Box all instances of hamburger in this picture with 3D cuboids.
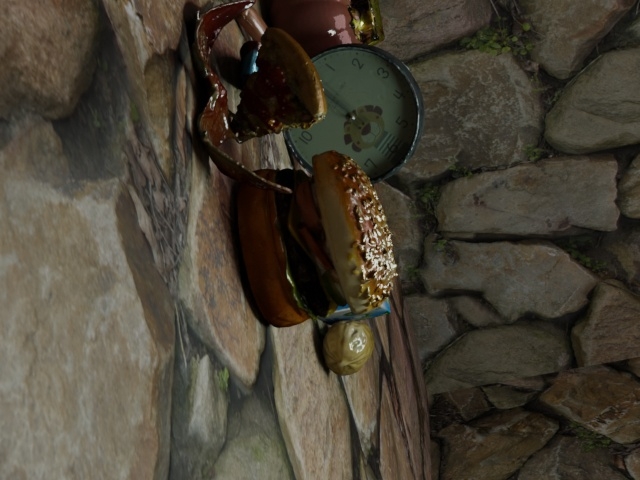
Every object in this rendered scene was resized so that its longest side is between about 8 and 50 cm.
[{"bbox_3d":[0.000,0.000,1.372,0.291,0.225,0.291,-14,90,-83],"label":"hamburger"}]

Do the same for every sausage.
[{"bbox_3d":[-0.114,-0.390,1.665,0.177,0.047,0.040,51,49,-44],"label":"sausage"}]

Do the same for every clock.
[{"bbox_3d":[0.067,-0.264,1.835,0.061,0.313,0.312,-49,126,-72],"label":"clock"}]

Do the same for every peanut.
[{"bbox_3d":[0.059,0.219,1.798,0.101,0.117,0.263,38,3,7],"label":"peanut"}]

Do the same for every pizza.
[{"bbox_3d":[-0.087,-0.222,1.366,0.062,0.199,0.188,0,53,-49],"label":"pizza"}]

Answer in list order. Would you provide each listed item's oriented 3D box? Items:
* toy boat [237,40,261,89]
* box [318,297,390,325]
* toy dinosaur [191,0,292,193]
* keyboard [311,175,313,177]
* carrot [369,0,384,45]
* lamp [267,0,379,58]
[{"bbox_3d":[-0.088,-0.293,1.583,0.392,0.136,0.079,-15,124,-81],"label":"toy boat"},{"bbox_3d":[0.066,0.126,1.832,0.194,0.139,0.073,42,37,-73],"label":"box"},{"bbox_3d":[-0.123,-0.228,1.280,0.327,0.113,0.206,-95,172,-52],"label":"toy dinosaur"},{"bbox_3d":[0.017,-0.036,2.119,0.106,0.016,0.262,-91,165,-50],"label":"keyboard"},{"bbox_3d":[0.042,-0.658,2.395,0.241,0.242,0.340,-83,159,-63],"label":"carrot"},{"bbox_3d":[0.013,-0.481,1.984,0.305,0.240,0.305,-13,90,-79],"label":"lamp"}]
